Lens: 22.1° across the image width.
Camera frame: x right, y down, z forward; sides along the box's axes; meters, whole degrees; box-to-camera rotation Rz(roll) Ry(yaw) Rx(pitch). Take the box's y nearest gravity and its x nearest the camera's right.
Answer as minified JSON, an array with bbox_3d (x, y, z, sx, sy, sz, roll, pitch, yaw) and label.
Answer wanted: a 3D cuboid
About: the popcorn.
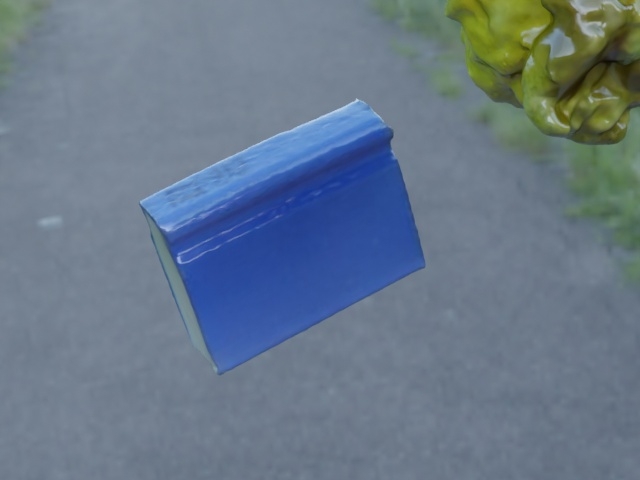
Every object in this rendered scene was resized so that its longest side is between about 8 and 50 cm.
[{"bbox_3d":[0.176,-0.157,1.030,0.197,0.198,0.155,-20,46,-30],"label":"popcorn"}]

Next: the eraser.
[{"bbox_3d":[-0.012,-0.002,0.550,0.084,0.063,0.027,-27,32,-16],"label":"eraser"}]
